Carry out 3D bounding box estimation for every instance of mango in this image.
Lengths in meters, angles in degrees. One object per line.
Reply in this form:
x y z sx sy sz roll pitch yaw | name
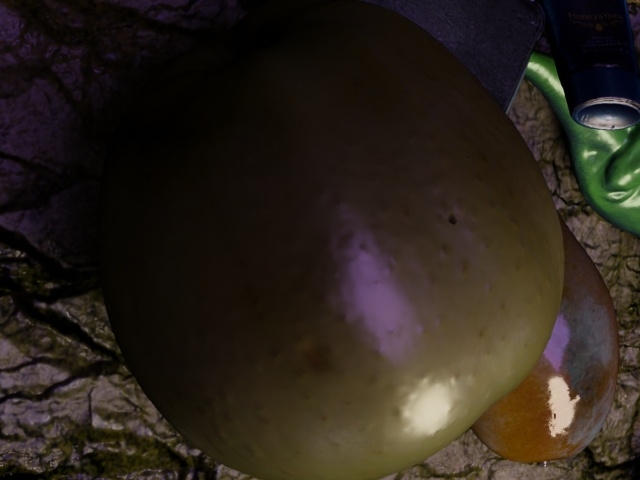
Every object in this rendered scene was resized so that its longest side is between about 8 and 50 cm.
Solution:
0.236 0.084 1.656 0.221 0.199 0.384 -15 96 -20 | mango

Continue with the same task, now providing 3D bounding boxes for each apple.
0.000 0.000 1.354 0.474 0.473 0.473 -7 105 -29 | apple

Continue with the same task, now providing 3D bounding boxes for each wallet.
0.089 -0.257 1.531 0.318 0.045 0.172 26 82 -14 | wallet

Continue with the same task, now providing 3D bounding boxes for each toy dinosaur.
0.323 -0.066 1.741 0.500 0.144 0.374 0 114 -20 | toy dinosaur

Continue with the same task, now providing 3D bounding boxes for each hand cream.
0.303 -0.244 1.602 0.120 0.270 0.061 2 143 -9 | hand cream

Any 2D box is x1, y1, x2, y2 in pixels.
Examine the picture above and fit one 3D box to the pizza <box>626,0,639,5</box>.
0.357 -0.345 1.716 0.099 0.036 0.160 -37 117 -18 | pizza
